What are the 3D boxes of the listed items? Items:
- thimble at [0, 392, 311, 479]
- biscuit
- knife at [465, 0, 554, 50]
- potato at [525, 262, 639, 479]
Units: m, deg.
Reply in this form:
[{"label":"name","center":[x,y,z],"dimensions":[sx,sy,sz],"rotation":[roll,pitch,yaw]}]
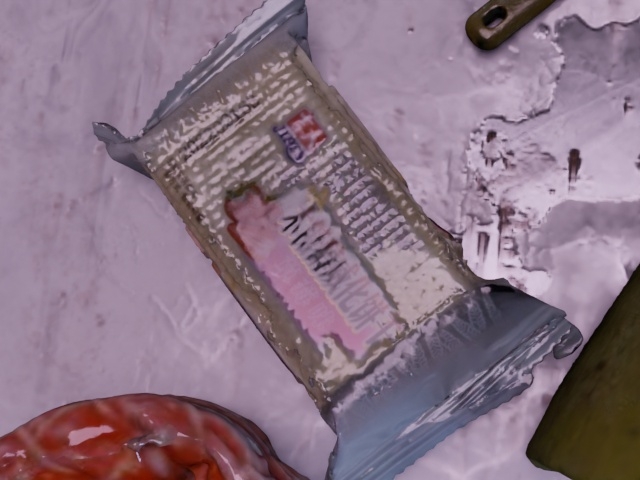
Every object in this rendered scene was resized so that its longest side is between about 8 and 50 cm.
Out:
[{"label":"thimble","center":[-0.106,0.205,0.614],"dimensions":[0.239,0.162,0.239],"rotation":[-2,79,9]},{"label":"biscuit","center":[0.004,-0.003,0.683],"dimensions":[0.186,0.079,0.309],"rotation":[-36,75,2]},{"label":"knife","center":[0.231,-0.255,0.725],"dimensions":[0.343,0.027,0.061],"rotation":[-38,72,0]},{"label":"potato","center":[0.313,0.043,0.561],"dimensions":[0.330,0.213,0.280],"rotation":[17,82,10]}]
